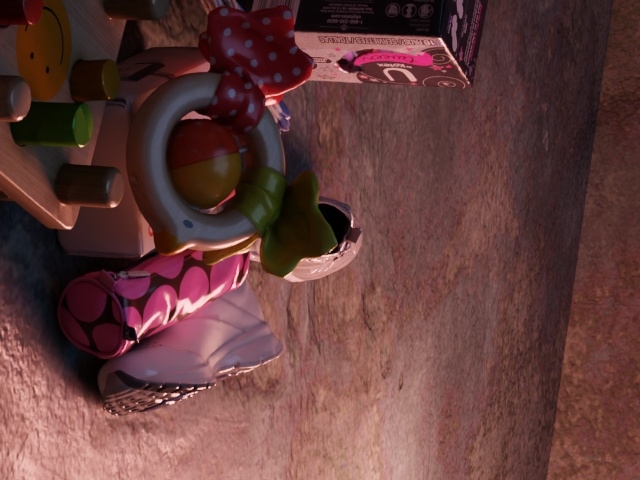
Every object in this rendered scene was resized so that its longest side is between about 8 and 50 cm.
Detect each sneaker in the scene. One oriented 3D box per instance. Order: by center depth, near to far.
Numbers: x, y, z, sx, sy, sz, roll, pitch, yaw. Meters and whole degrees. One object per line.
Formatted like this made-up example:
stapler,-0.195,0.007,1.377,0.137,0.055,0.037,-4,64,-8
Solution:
sneaker,-0.148,0.097,2.033,0.297,0.111,0.129,-23,94,-66
sneaker,0.000,0.000,2.330,0.281,0.115,0.105,2,92,-68

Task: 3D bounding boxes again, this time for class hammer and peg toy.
hammer and peg toy,-0.256,-0.192,1.633,0.361,0.127,0.265,50,48,-61

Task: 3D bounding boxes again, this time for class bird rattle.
bird rattle,-0.084,-0.086,1.835,0.207,0.143,0.253,-19,107,-39

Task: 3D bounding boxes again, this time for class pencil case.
pencil case,-0.154,0.039,1.921,0.209,0.095,0.098,-32,143,-50

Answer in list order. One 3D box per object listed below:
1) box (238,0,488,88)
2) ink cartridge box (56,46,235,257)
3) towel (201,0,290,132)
box,0.051,-0.269,2.231,0.142,0.247,0.163,44,53,-61
ink cartridge box,-0.170,-0.089,1.922,0.218,0.092,0.158,-36,126,-60
towel,-0.106,-0.258,1.989,0.285,0.034,0.209,64,2,-48
